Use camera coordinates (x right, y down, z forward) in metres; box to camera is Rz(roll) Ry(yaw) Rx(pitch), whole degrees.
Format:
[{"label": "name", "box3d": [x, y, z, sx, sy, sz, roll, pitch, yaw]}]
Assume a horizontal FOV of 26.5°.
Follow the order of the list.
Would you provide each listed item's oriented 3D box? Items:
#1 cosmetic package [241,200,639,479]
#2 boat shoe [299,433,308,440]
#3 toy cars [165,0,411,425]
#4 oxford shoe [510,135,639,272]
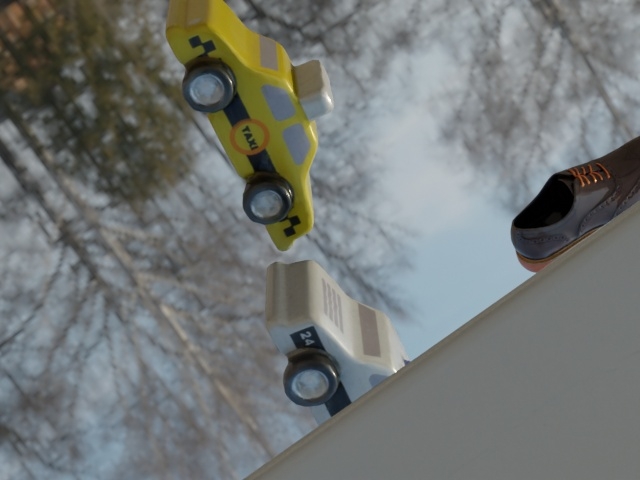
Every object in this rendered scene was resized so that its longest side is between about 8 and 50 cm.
[{"label": "cosmetic package", "box3d": [0.160, 0.086, 0.463, 0.385, 0.217, 0.156, -35, 166, 8]}, {"label": "boat shoe", "box3d": [0.073, 0.221, 1.199, 0.079, 0.233, 0.084, 8, -104, 55]}, {"label": "toy cars", "box3d": [0.000, 0.000, 0.934, 0.087, 0.394, 0.176, -22, 166, 9]}, {"label": "oxford shoe", "box3d": [0.376, -0.067, 1.869, 0.271, 0.098, 0.097, -40, -131, -7]}]
